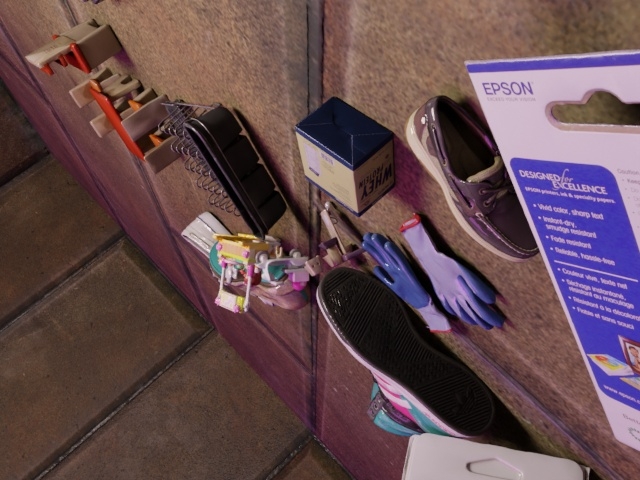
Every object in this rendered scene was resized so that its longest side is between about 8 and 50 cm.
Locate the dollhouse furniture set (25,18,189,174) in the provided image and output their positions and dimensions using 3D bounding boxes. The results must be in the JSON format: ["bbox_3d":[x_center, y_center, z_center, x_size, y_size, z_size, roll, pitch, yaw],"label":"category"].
[{"bbox_3d":[-0.391,-0.252,1.131,0.262,0.135,0.259,31,155,43],"label":"dollhouse furniture set"}]

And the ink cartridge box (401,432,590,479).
[{"bbox_3d":[0.242,0.406,0.866,0.223,0.129,0.307,4,141,21],"label":"ink cartridge box"}]

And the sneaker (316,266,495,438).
[{"bbox_3d":[0.098,0.177,0.904,0.295,0.124,0.178,45,152,9],"label":"sneaker"}]

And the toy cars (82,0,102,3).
[{"bbox_3d":[-0.414,-0.436,0.894,0.394,0.087,0.176,40,160,26],"label":"toy cars"}]

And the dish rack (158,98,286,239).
[{"bbox_3d":[-0.171,-0.125,0.980,0.272,0.074,0.208,24,148,53],"label":"dish rack"}]

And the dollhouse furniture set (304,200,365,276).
[{"bbox_3d":[0.000,0.000,0.848,0.081,0.091,0.114,64,165,3],"label":"dollhouse furniture set"}]

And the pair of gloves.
[{"bbox_3d":[0.123,0.044,0.727,0.159,0.023,0.198,52,161,-4],"label":"pair of gloves"}]

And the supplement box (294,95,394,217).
[{"bbox_3d":[0.026,-0.085,0.635,0.083,0.056,0.083,39,159,28],"label":"supplement box"}]

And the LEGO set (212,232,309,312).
[{"bbox_3d":[-0.113,0.049,0.991,0.287,0.132,0.106,-162,79,-75],"label":"LEGO set"}]

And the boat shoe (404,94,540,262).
[{"bbox_3d":[0.124,-0.047,0.487,0.152,0.056,0.049,49,167,2],"label":"boat shoe"}]

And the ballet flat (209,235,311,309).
[{"bbox_3d":[-0.121,0.071,1.215,0.106,0.107,0.316,52,164,-30],"label":"ballet flat"}]

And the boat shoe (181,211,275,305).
[{"bbox_3d":[-0.197,0.055,1.365,0.267,0.088,0.096,47,164,4],"label":"boat shoe"}]

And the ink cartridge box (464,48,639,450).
[{"bbox_3d":[0.232,0.034,0.389,0.176,0.069,0.370,20,149,57],"label":"ink cartridge box"}]
